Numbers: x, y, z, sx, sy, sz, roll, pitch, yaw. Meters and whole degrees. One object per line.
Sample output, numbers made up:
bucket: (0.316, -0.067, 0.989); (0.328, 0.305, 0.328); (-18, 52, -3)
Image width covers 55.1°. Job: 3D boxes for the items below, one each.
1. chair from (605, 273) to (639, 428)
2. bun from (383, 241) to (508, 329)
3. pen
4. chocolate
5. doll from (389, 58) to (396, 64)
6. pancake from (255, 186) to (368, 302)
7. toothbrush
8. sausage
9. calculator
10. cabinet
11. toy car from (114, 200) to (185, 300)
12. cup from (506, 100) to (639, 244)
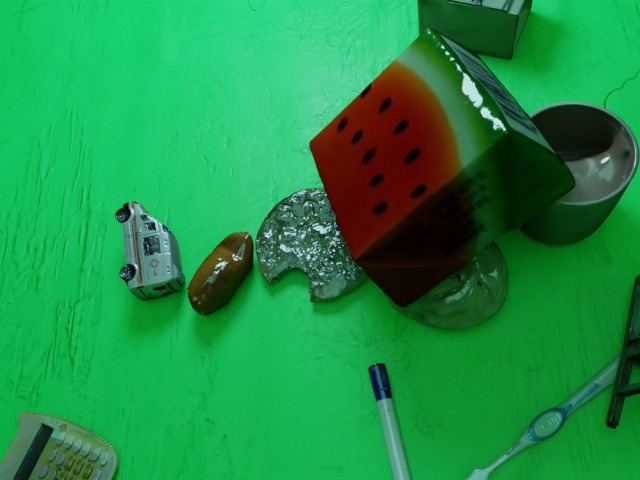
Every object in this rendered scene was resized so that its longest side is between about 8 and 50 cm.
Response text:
chair: (0.548, 0.172, 0.927); (0.136, 0.147, 0.270); (19, 72, 9)
bun: (0.213, 0.044, 1.080); (0.237, 0.116, 0.209); (11, 68, 15)
pen: (0.123, 0.337, 1.016); (0.033, 0.033, 0.269); (-15, 64, 5)
chocolate: (0.165, -0.130, 1.008); (0.341, 0.161, 0.360); (-41, 43, 23)
doll: (0.204, -0.369, 1.295); (0.180, 0.079, 0.094); (-34, 48, -18)
pancake: (0.000, 0.000, 1.190); (0.254, 0.037, 0.253); (-4, 66, 9)
toothbrush: (0.369, 0.288, 0.981); (0.386, 0.040, 0.040); (-36, 64, -6)
sausage: (-0.189, 0.062, 1.182); (0.089, 0.089, 0.179); (29, 72, 22)
calculator: (-0.473, 0.410, 1.111); (0.237, 0.033, 0.157); (18, 70, 16)
cabinet: (0.326, -0.498, 1.281); (0.206, 0.150, 0.145); (18, 71, 18)
toy car: (-0.338, 0.012, 1.228); (0.108, 0.089, 0.209); (-16, 66, 4)
cup: (0.390, -0.086, 1.053); (0.253, 0.200, 0.191); (-30, 64, -4)
